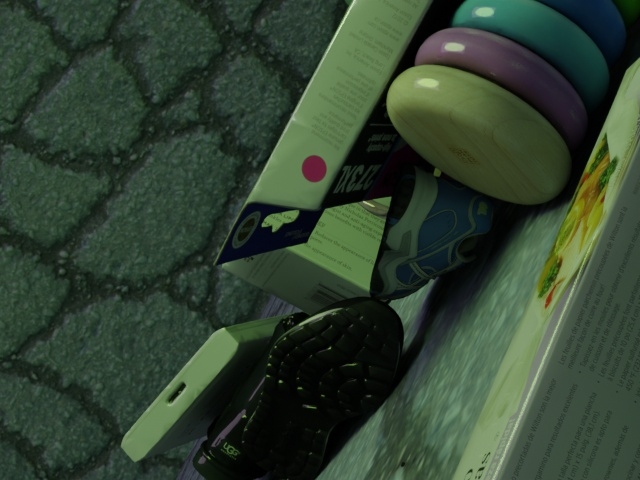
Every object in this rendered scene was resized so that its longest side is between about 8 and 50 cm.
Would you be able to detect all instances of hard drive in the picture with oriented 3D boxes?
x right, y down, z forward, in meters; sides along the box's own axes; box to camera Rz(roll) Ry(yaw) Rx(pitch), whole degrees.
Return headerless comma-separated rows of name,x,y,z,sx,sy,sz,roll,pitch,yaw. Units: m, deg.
hard drive,-0.112,0.179,1.538,0.203,0.040,0.307,-49,-14,15

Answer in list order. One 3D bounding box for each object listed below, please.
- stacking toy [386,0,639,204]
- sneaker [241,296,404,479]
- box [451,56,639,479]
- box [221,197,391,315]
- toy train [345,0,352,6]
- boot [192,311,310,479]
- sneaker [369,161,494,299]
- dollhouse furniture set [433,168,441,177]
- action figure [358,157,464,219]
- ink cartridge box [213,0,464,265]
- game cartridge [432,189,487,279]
stacking toy,0.184,-0.196,0.863,0.330,0.141,0.141,-59,4,-12
sneaker,0.009,0.113,1.138,0.124,0.107,0.283,-58,1,-40
box,0.112,0.058,0.495,0.324,0.067,0.063,-64,4,-18
box,0.000,0.000,1.378,0.119,0.181,0.181,-64,5,-21
toy train,0.159,-0.362,1.335,0.333,0.142,0.190,-23,-7,-30
boot,-0.052,0.186,1.443,0.207,0.094,0.246,-54,-5,5
sneaker,0.090,0.007,1.004,0.211,0.081,0.080,98,-175,-72
dollhouse furniture set,0.062,-0.120,1.396,0.101,0.181,0.161,-62,4,-11
action figure,0.159,-0.203,1.149,0.370,0.248,0.276,-62,-24,-12
ink cartridge box,0.056,-0.129,0.937,0.371,0.069,0.175,-59,-17,18
game cartridge,0.125,-0.008,1.088,0.083,0.017,0.056,-58,2,36
